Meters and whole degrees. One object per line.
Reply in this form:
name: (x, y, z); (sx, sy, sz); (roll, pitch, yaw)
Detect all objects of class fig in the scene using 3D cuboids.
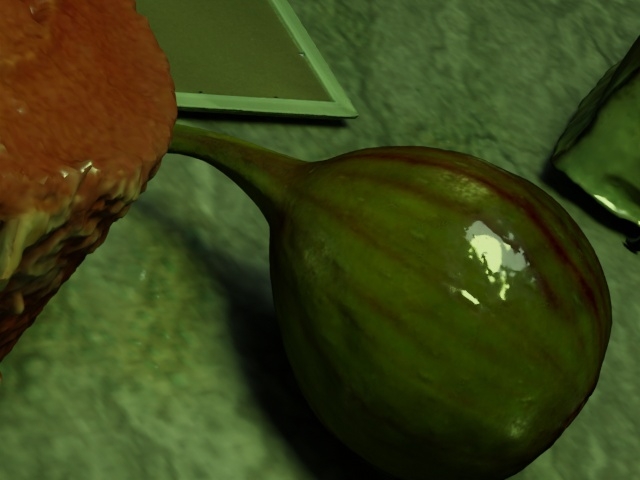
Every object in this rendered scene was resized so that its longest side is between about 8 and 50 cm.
fig: (0.000, 0.000, 0.744); (0.236, 0.124, 0.124); (32, 33, 19)

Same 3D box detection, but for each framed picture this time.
framed picture: (-0.084, -0.104, 0.876); (0.183, 0.011, 0.142); (0, 46, -39)

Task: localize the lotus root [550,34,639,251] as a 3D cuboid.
lotus root: (0.288, -0.055, 1.002); (0.267, 0.149, 0.260); (37, 35, 0)

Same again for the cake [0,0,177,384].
cake: (-0.175, -0.066, 0.645); (0.177, 0.151, 0.283); (4, 43, -53)
